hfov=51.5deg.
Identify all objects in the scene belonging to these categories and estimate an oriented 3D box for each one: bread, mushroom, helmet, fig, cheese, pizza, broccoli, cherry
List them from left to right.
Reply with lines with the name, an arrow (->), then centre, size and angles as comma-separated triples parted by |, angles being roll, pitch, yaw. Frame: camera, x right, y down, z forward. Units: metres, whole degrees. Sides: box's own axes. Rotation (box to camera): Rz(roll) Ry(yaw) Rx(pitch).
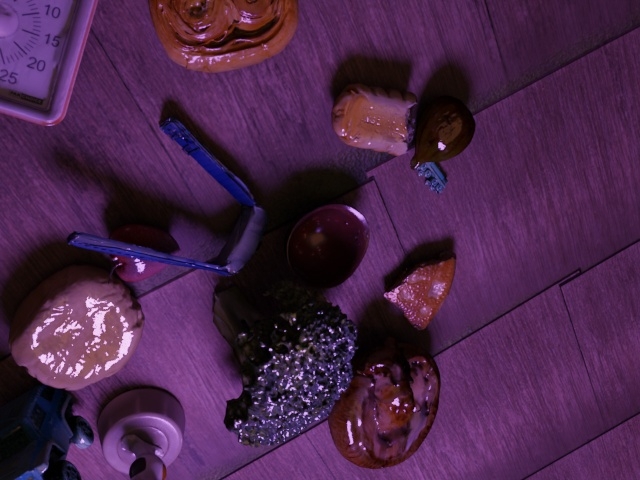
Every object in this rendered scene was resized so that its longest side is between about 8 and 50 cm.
cheese -> -0.435, 0.162, 1.209 | 0.226, 0.117, 0.214 | -43, 123, -1
cherry -> -0.326, 0.023, 1.198 | 0.126, 0.087, 0.106 | 3, 111, -37
bread -> -0.153, -0.375, 1.065 | 0.236, 0.120, 0.198 | -15, 114, -10
broccoli -> -0.065, 0.221, 1.250 | 0.249, 0.302, 0.375 | -1, 130, -18
helmet -> 0.000, 0.000, 1.274 | 0.175, 0.106, 0.155 | -43, 112, -9
bread -> 0.103, -0.226, 1.222 | 0.177, 0.084, 0.119 | 9, 107, -19
mushroom -> 0.134, 0.329, 1.400 | 0.263, 0.195, 0.283 | -11, 131, -21
pizza -> 0.202, 0.107, 1.409 | 0.161, 0.062, 0.182 | -3, 118, -23
fig -> 0.221, -0.199, 1.265 | 0.155, 0.103, 0.109 | -43, 81, 15

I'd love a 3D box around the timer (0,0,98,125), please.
timer -> -0.477, -0.325, 0.972 | 0.257, 0.161, 0.250 | 16, 99, -22

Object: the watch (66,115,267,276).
watch -> -0.244, -0.025, 1.157 | 0.274, 0.068, 0.276 | 44, 69, -28

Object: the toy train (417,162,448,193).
toy train -> 0.223, -0.134, 1.330 | 0.045, 0.029, 0.092 | -50, 121, -11

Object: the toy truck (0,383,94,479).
toy truck -> -0.518, 0.378, 1.180 | 0.155, 0.279, 0.156 | -31, 108, -2

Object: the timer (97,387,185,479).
timer -> -0.334, 0.426, 1.260 | 0.175, 0.266, 0.175 | -6, 113, -15
